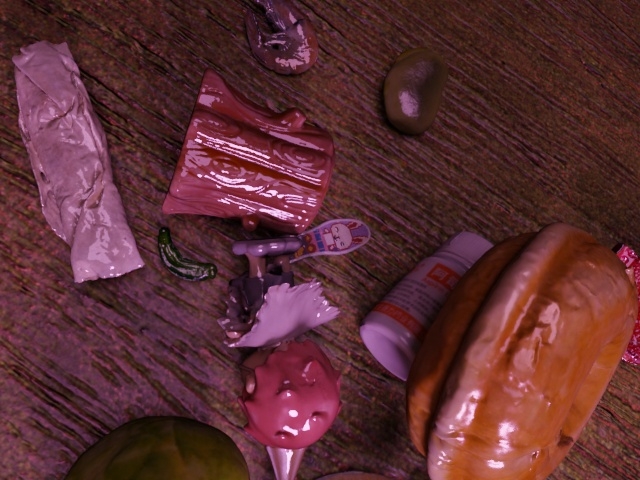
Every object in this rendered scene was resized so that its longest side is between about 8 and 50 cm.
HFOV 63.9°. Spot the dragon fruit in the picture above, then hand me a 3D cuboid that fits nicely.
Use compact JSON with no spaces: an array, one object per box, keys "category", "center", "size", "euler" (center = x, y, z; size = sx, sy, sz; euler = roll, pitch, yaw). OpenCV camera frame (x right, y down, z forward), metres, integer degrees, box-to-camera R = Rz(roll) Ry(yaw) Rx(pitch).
[{"category":"dragon fruit","center":[0.602,0.136,0.988],"size":[0.262,0.163,0.189],"euler":[48,34,3]}]

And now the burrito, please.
[{"category":"burrito","center":[-0.378,-0.123,0.776],"size":[0.117,0.076,0.392],"euler":[-18,83,-20]}]

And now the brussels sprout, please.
[{"category":"brussels sprout","center":[-0.220,0.354,0.638],"size":[0.219,0.210,0.271],"euler":[26,81,-33]}]

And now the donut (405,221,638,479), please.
[{"category":"donut","center":[0.299,0.172,0.749],"size":[0.198,0.449,0.449],"euler":[28,62,37]}]

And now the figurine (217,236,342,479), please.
[{"category":"figurine","center":[-0.056,0.187,0.762],"size":[0.207,0.166,0.387],"euler":[-8,92,-48]}]

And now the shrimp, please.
[{"category":"shrimp","center":[-0.093,-0.408,0.959],"size":[0.126,0.047,0.223],"euler":[-35,90,-12]}]

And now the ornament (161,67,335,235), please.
[{"category":"ornament","center":[-0.106,-0.125,0.798],"size":[0.217,0.235,0.221],"euler":[17,115,-17]}]

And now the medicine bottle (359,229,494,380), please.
[{"category":"medicine bottle","center":[0.194,0.106,0.863],"size":[0.252,0.144,0.144],"euler":[-41,91,-25]}]

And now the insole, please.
[{"category":"insole","center":[0.000,0.000,0.902],"size":[0.197,0.004,0.065],"euler":[-12,80,-20]}]

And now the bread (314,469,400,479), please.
[{"category":"bread","center":[0.062,0.430,0.703],"size":[0.267,0.267,0.040],"euler":[-8,116,-19]}]

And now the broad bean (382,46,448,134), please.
[{"category":"broad bean","center":[0.184,-0.296,0.994],"size":[0.124,0.082,0.174],"euler":[28,68,-11]}]

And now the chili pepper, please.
[{"category":"chili pepper","center":[-0.220,0.032,0.812],"size":[0.118,0.035,0.055],"euler":[37,56,5]}]
